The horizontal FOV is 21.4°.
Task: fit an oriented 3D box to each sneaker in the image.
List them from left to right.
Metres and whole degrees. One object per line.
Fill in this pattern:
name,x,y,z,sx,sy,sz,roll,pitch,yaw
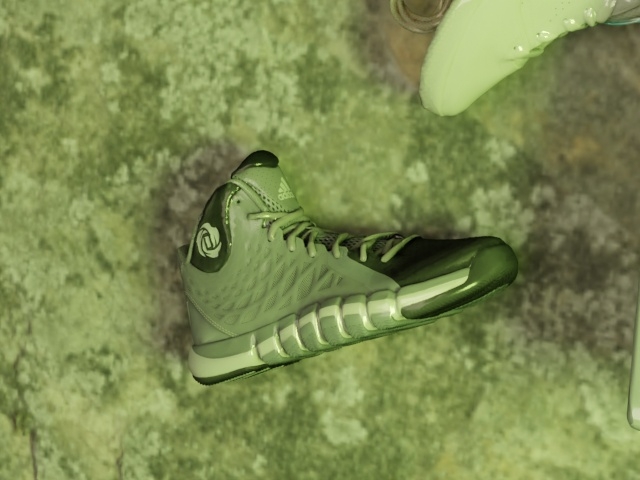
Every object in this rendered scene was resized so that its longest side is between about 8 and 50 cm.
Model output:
sneaker,0.000,0.000,1.022,0.229,0.086,0.132,-19,83,28
sneaker,0.140,-0.141,0.947,0.094,0.080,0.212,40,109,7

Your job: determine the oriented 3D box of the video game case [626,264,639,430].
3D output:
video game case,0.326,-0.039,0.823,0.329,0.036,0.299,5,87,20

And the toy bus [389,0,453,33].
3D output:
toy bus,0.048,-0.255,0.956,0.191,0.104,0.202,-42,68,17
